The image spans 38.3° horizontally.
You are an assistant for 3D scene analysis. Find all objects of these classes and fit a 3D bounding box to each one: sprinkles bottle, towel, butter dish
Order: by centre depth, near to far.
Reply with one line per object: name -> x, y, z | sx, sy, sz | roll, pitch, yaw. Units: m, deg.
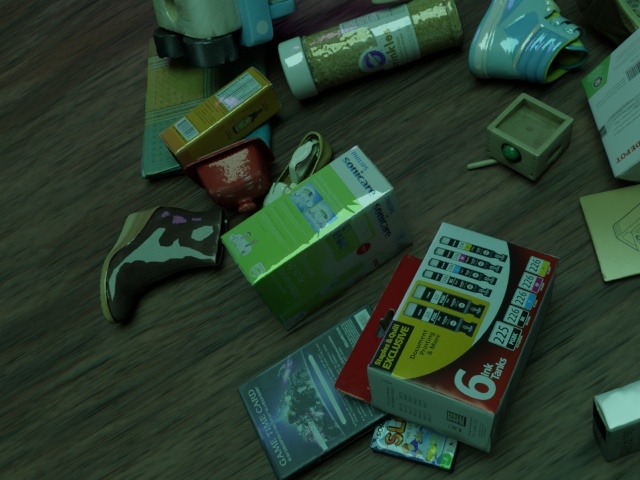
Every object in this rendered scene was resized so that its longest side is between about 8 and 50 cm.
butter dish -> -0.155, -0.107, 1.744 | 0.160, 0.160, 0.118 | -23, 75, 4
sprinkles bottle -> 0.099, -0.389, 1.826 | 0.355, 0.121, 0.121 | -18, 60, 6
towel -> -0.239, -0.302, 1.926 | 0.271, 0.040, 0.370 | -10, 59, 9

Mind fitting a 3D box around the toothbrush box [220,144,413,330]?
toothbrush box -> 0.000, 0.000, 1.603 | 0.283, 0.206, 0.122 | -35, 59, -5

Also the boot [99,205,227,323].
boot -> -0.292, 0.042, 1.729 | 0.207, 0.090, 0.248 | 0, 60, 18

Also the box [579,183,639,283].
box -> 0.561, -0.022, 1.565 | 0.201, 0.021, 0.164 | -13, 61, 8

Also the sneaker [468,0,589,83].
sneaker -> 0.433, -0.430, 1.756 | 0.208, 0.127, 0.319 | 20, 80, 26

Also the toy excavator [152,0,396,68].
toy excavator -> -0.088, -0.514, 1.847 | 0.445, 0.222, 0.433 | -25, 30, -26

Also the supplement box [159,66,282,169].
supplement box -> -0.194, -0.234, 1.807 | 0.233, 0.078, 0.080 | -35, 55, -6

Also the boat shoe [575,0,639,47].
boat shoe -> 0.568, -0.417, 1.694 | 0.089, 0.104, 0.285 | -38, 89, -16

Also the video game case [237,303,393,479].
video game case -> 0.010, 0.254, 1.548 | 0.274, 0.026, 0.196 | -33, 54, 5

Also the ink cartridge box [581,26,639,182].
ink cartridge box -> 0.560, -0.229, 1.587 | 0.093, 0.160, 0.219 | 8, 58, -28

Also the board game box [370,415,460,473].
board game box -> 0.176, 0.265, 1.514 | 0.136, 0.035, 0.201 | 10, 67, 20

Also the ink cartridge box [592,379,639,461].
ink cartridge box -> 0.581, 0.216, 1.345 | 0.371, 0.176, 0.069 | -19, 59, 5

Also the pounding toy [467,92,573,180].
pounding toy -> 0.359, -0.174, 1.669 | 0.130, 0.100, 0.141 | 35, 66, 27

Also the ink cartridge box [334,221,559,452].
ink cartridge box -> 0.198, 0.136, 1.472 | 0.272, 0.130, 0.309 | 18, 55, 19

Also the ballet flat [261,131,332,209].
ballet flat -> -0.058, -0.110, 1.753 | 0.080, 0.073, 0.232 | 21, 71, 25
